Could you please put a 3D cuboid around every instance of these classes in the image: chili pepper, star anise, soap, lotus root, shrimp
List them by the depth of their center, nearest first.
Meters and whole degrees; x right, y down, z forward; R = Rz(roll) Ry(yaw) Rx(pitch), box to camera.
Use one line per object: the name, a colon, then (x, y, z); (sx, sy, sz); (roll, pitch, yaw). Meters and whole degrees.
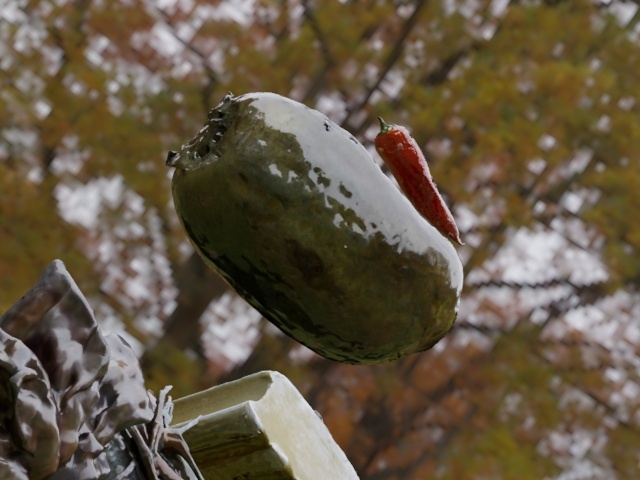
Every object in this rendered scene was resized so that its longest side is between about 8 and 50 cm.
star anise: (-0.194, 0.136, 1.234); (0.109, 0.236, 0.223); (25, -18, 26)
lotus root: (0.000, 0.000, 1.588); (0.275, 0.152, 0.160); (37, -27, -26)
shrimp: (-0.182, 0.235, 1.717); (0.137, 0.172, 0.372); (13, 51, -46)
soap: (-0.114, 0.245, 1.975); (0.274, 0.089, 0.173); (-20, -66, 36)
chili pepper: (0.107, -0.059, 2.110); (0.045, 0.027, 0.178); (-22, -67, 27)
